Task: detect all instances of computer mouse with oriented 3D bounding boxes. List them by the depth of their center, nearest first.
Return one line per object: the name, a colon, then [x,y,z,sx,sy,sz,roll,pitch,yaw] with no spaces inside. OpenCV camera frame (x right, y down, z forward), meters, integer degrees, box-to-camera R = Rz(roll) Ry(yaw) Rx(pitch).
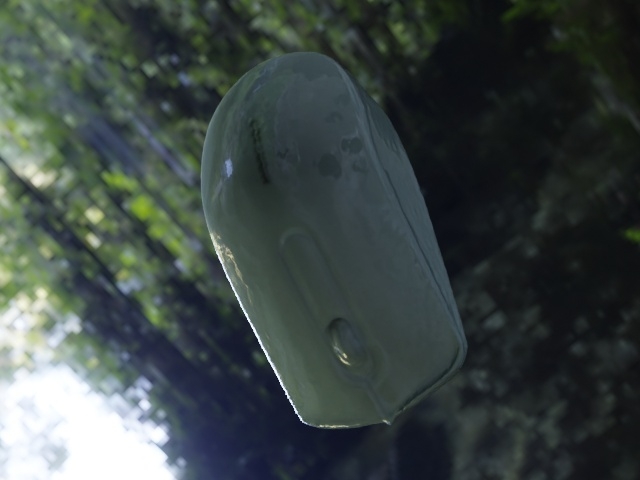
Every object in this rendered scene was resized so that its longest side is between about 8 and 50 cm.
computer mouse: [0.000,0.000,1.155,0.128,0.079,0.230,-28,-106,29]
